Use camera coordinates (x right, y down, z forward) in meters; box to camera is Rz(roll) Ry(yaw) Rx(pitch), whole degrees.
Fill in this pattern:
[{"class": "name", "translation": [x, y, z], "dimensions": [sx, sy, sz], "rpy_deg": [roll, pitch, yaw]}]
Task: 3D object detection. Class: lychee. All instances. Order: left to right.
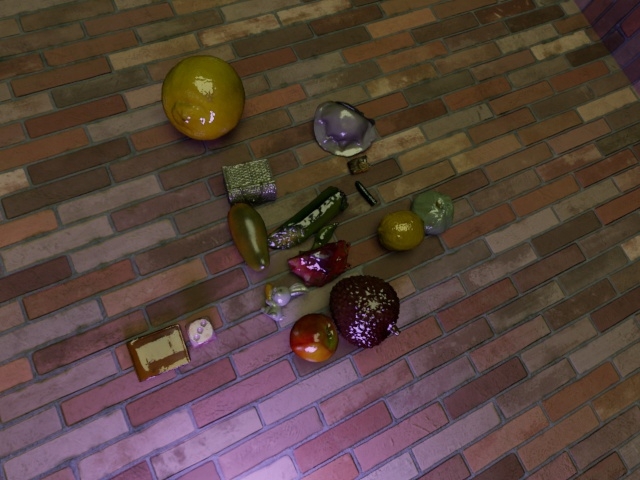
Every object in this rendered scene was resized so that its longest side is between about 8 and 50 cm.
[{"class": "lychee", "translation": [0.171, 0.258, 1.742], "dimensions": [0.304, 0.275, 0.275], "rpy_deg": [31, 69, 19]}]

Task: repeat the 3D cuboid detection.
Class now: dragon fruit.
[{"class": "dragon fruit", "translation": [0.021, 0.103, 1.818], "dimensions": [0.274, 0.126, 0.161], "rpy_deg": [-19, 97, -10]}]

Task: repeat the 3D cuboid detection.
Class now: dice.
[{"class": "dice", "translation": [-0.437, 0.334, 1.700], "dimensions": [0.093, 0.094, 0.091], "rpy_deg": [-22, 77, -17]}]

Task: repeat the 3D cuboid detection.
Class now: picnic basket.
[{"class": "picnic basket", "translation": [-0.286, -0.221, 1.884], "dimensions": [0.196, 0.134, 0.154], "rpy_deg": [-13, 72, -14]}]

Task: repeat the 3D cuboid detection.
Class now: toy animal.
[{"class": "toy animal", "translation": [-0.146, 0.221, 1.805], "dimensions": [0.127, 0.131, 0.181], "rpy_deg": [40, 75, -30]}]

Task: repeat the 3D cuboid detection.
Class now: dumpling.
[{"class": "dumpling", "translation": [0.107, -0.494, 2.030], "dimensions": [0.293, 0.163, 0.204], "rpy_deg": [31, 65, -12]}]

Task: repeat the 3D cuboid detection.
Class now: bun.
[{"class": "bun", "translation": [0.488, -0.124, 2.002], "dimensions": [0.196, 0.118, 0.195], "rpy_deg": [3, 76, -10]}]

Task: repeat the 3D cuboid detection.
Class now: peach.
[{"class": "peach", "translation": [-0.031, 0.360, 1.720], "dimensions": [0.197, 0.197, 0.197], "rpy_deg": [3, 72, -9]}]

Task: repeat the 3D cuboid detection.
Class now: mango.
[{"class": "mango", "translation": [-0.276, -0.010, 1.813], "dimensions": [0.129, 0.146, 0.289], "rpy_deg": [-2, 74, -54]}]

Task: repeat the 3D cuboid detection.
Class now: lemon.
[{"class": "lemon", "translation": [-0.463, -0.574, 1.866], "dimensions": [0.348, 0.348, 0.347], "rpy_deg": [3, 72, -9]}, {"class": "lemon", "translation": [0.332, -0.039, 1.913], "dimensions": [0.193, 0.181, 0.180], "rpy_deg": [3, 70, -40]}]

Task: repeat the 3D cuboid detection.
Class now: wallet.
[{"class": "wallet", "translation": [-0.582, 0.406, 1.683], "dimensions": [0.196, 0.042, 0.161], "rpy_deg": [-21, 73, -14]}]

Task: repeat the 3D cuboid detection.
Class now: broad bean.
[{"class": "broad bean", "translation": [0.000, 0.000, 1.909], "dimensions": [0.070, 0.048, 0.213], "rpy_deg": [44, 74, 4]}]

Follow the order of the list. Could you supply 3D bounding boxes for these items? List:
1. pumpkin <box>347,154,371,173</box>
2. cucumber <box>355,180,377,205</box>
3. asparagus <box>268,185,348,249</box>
[{"class": "pumpkin", "translation": [0.170, -0.333, 2.055], "dimensions": [0.101, 0.035, 0.073], "rpy_deg": [-19, 65, -12]}, {"class": "cucumber", "translation": [0.194, -0.207, 2.018], "dimensions": [0.032, 0.032, 0.133], "rpy_deg": [-37, 83, -19]}, {"class": "asparagus", "translation": [-0.056, -0.076, 1.892], "dimensions": [0.382, 0.108, 0.128], "rpy_deg": [-39, 68, -17]}]
